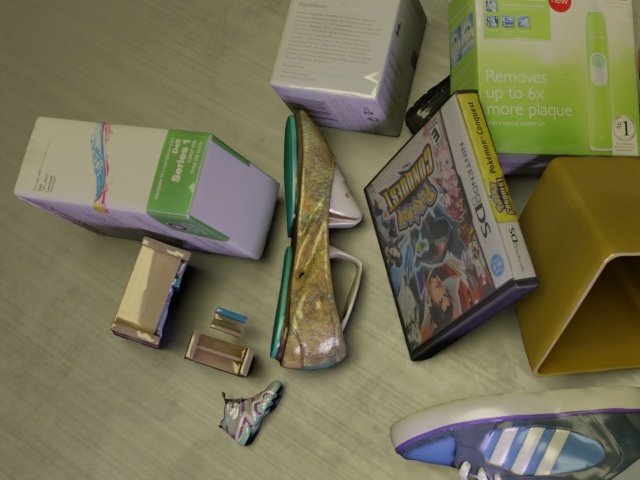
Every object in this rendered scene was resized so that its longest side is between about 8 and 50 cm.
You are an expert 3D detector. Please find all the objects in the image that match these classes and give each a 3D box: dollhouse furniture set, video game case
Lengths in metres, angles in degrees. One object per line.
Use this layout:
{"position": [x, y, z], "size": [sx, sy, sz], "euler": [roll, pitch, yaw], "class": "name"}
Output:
{"position": [-0.171, 0.094, 1.556], "size": [0.184, 0.129, 0.129], "euler": [20, 80, -5], "class": "dollhouse furniture set"}
{"position": [0.148, -0.011, 1.421], "size": [0.035, 0.275, 0.248], "euler": [-6, 70, -26], "class": "video game case"}

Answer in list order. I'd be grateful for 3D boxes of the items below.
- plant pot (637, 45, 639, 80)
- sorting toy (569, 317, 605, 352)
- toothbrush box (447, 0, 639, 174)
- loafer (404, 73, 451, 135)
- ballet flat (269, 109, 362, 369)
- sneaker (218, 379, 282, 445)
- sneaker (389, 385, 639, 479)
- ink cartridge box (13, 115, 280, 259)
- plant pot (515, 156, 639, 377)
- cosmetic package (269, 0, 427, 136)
{"position": [0.563, -0.214, 1.351], "size": [0.265, 0.272, 0.272], "euler": [-37, 68, -12], "class": "plant pot"}
{"position": [0.308, 0.124, 1.433], "size": [0.042, 0.061, 0.102], "euler": [-44, 80, 2], "class": "sorting toy"}
{"position": [0.275, -0.230, 1.454], "size": [0.206, 0.122, 0.283], "euler": [1, 80, -10], "class": "toothbrush box"}
{"position": [0.211, -0.205, 1.550], "size": [0.223, 0.076, 0.078], "euler": [-43, 106, -7], "class": "loafer"}
{"position": [0.000, 0.000, 1.535], "size": [0.123, 0.123, 0.348], "euler": [-1, 74, 15], "class": "ballet flat"}
{"position": [-0.100, 0.214, 1.532], "size": [0.069, 0.038, 0.098], "euler": [33, 85, 20], "class": "sneaker"}
{"position": [0.250, 0.304, 1.362], "size": [0.323, 0.130, 0.236], "euler": [-8, 69, 8], "class": "sneaker"}
{"position": [-0.227, -0.069, 1.538], "size": [0.278, 0.201, 0.117], "euler": [8, 78, 26], "class": "ink cartridge box"}
{"position": [0.338, 0.016, 1.357], "size": [0.212, 0.212, 0.187], "euler": [-3, 48, -23], "class": "plant pot"}
{"position": [0.041, -0.257, 1.562], "size": [0.152, 0.151, 0.183], "euler": [11, 80, 18], "class": "cosmetic package"}
